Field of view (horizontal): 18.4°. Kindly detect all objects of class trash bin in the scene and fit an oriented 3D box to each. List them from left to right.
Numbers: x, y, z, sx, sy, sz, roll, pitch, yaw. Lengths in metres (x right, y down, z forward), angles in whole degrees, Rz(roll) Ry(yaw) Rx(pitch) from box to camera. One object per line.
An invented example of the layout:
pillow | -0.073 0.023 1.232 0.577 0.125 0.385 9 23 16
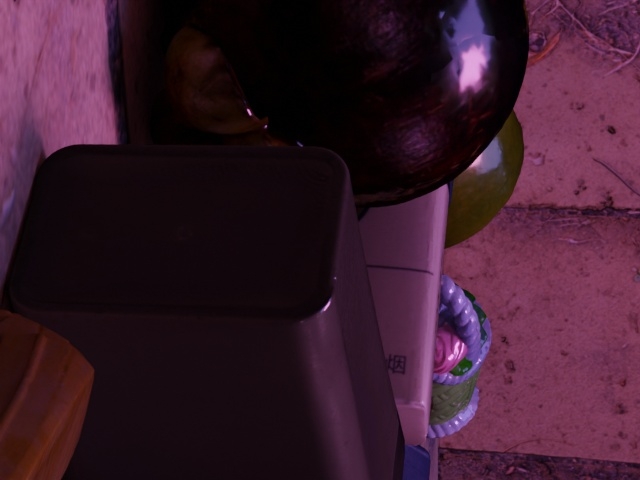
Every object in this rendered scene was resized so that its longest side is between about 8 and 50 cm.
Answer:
trash bin | -0.053 0.070 0.982 0.240 0.164 0.122 79 15 -49

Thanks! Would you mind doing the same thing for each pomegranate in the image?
pomegranate | 0.053 -0.080 1.769 0.159 0.241 0.190 41 17 -35

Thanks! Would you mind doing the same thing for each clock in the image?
clock | 0.044 0.055 1.578 0.100 0.194 0.195 -54 153 -32

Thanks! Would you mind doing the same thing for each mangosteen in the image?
mangosteen | -0.006 -0.108 1.146 0.265 0.228 0.228 -45 154 -20

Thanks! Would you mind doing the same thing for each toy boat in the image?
toy boat | -0.132 0.071 0.697 0.200 0.077 0.057 -71 175 -73

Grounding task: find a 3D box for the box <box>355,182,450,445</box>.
box | 0.000 0.000 1.295 0.071 0.168 0.259 81 13 -63

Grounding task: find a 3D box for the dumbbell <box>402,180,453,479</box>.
dumbbell | 0.007 0.059 1.397 0.160 0.144 0.325 141 -41 -57
